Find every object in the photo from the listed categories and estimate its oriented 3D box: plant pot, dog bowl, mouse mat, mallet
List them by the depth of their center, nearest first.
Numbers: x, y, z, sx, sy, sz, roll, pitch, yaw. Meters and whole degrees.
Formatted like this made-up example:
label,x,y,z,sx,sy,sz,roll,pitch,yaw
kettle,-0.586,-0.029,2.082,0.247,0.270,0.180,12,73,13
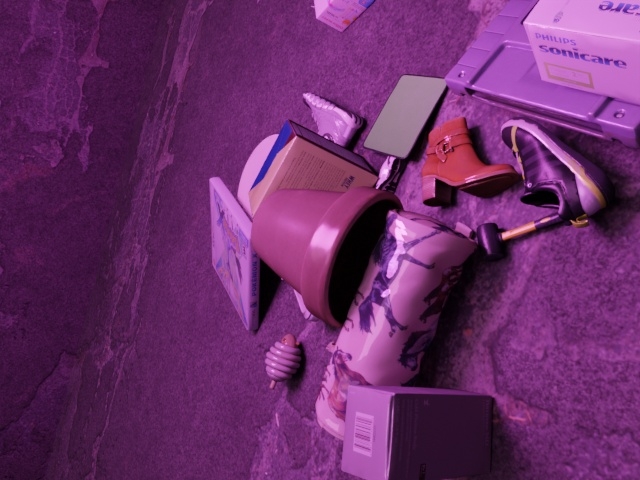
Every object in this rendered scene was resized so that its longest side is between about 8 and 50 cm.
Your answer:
label,x,y,z,sx,sy,sz,roll,pitch,yaw
mallet,0.335,-0.013,0.842,0.190,0.039,0.062,-17,64,44
plant pot,0.000,0.000,1.008,0.229,0.263,0.262,24,98,32
mouse mat,0.176,-0.265,1.124,0.153,0.007,0.189,31,91,52
dog bowl,-0.104,-0.136,1.379,0.265,0.104,0.264,-21,63,47

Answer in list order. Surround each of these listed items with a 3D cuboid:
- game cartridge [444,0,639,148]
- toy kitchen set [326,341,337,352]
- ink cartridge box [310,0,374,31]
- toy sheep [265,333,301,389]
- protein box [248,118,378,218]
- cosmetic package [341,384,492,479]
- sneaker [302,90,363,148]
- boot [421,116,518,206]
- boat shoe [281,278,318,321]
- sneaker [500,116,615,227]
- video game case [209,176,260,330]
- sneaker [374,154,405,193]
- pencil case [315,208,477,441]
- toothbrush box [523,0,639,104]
label,x,y,z,sx,sy,sz,roll,pitch,yaw
game cartridge,0.382,-0.286,0.801,0.230,0.068,0.355,-54,40,3
toy kitchen set,0.054,0.194,1.082,0.068,0.083,0.075,9,85,52
ink cartridge box,0.052,-0.612,1.354,0.143,0.092,0.089,-32,55,43
toy sheep,-0.088,0.281,1.235,0.091,0.091,0.132,7,79,52
protein box,-0.022,-0.120,1.167,0.199,0.201,0.136,-59,23,20
cosmetic package,0.152,0.287,0.805,0.107,0.238,0.127,-10,73,53
sneaker,0.002,-0.279,1.313,0.229,0.086,0.132,43,114,48
boot,0.260,-0.152,0.955,0.197,0.073,0.152,-11,66,47
boat shoe,-0.051,0.063,1.212,0.096,0.088,0.267,123,147,-47
sneaker,0.331,-0.105,0.810,0.097,0.084,0.234,-42,41,10
video game case,-0.237,0.030,1.447,0.329,0.036,0.299,49,142,47
sneaker,0.141,-0.132,1.128,0.109,0.040,0.044,-62,29,8
pencil case,0.134,0.144,0.927,0.160,0.184,0.410,24,95,47
toothbrush box,0.427,-0.320,0.650,0.206,0.122,0.283,33,85,41
